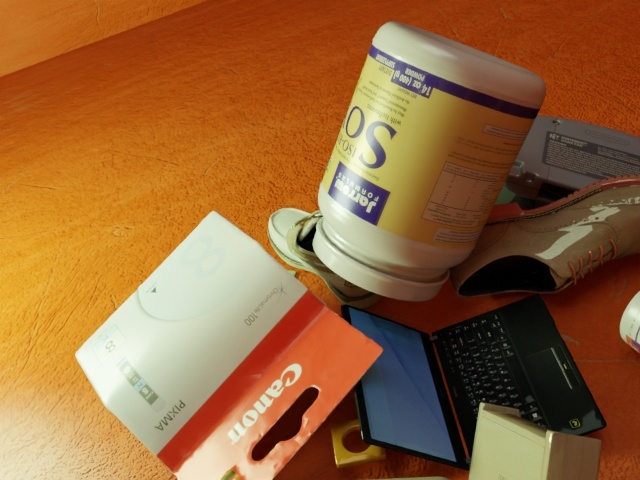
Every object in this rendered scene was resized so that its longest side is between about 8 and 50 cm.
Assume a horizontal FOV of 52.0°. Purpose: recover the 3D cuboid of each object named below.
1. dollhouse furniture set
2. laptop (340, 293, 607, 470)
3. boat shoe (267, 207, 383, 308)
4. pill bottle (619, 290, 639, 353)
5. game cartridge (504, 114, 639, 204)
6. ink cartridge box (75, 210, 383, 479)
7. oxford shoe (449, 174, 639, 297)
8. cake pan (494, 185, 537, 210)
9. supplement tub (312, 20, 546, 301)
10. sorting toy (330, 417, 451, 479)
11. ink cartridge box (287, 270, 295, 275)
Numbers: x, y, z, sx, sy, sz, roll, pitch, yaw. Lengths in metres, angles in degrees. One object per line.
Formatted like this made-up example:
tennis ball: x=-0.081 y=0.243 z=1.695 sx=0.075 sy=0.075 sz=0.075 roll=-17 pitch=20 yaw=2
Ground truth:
dollhouse furniture set: x=0.318 y=0.315 z=0.652 sx=0.303 sy=0.198 sz=0.286 roll=11 pitch=83 yaw=-2
laptop: x=0.184 y=0.155 z=0.850 sx=0.264 sy=0.136 sz=0.234 roll=-22 pitch=37 yaw=11
boat shoe: x=0.000 y=0.000 z=1.144 sx=0.113 sy=0.103 sz=0.302 roll=-34 pitch=41 yaw=-21
pill bottle: x=0.472 y=0.136 z=0.789 sx=0.108 sy=0.108 sz=0.193 roll=-26 pitch=38 yaw=-11
game cartridge: x=0.462 y=-0.115 z=1.080 sx=0.297 sy=0.062 sz=0.198 roll=18 pitch=42 yaw=10
ink cartridge box: x=-0.147 y=0.153 z=0.904 sx=0.308 sy=0.091 sz=0.385 roll=-47 pitch=41 yaw=-10
oxford shoe: x=0.383 y=0.014 z=0.967 sx=0.397 sy=0.140 sz=0.146 roll=-14 pitch=40 yaw=22
cake pan: x=0.241 y=-0.085 z=1.197 sx=0.293 sy=0.054 sz=0.293 roll=-10 pitch=38 yaw=8
supplement tub: x=0.137 y=-0.108 z=0.917 sx=0.241 sy=0.331 sz=0.241 roll=18 pitch=21 yaw=-7
sorting toy: x=0.060 y=0.355 z=0.732 sx=0.196 sy=0.047 sz=0.347 roll=-4 pitch=40 yaw=10
ink cartridge box: x=-0.165 y=0.110 z=1.114 sx=0.171 sy=0.056 sz=0.235 roll=4 pitch=44 yaw=26
